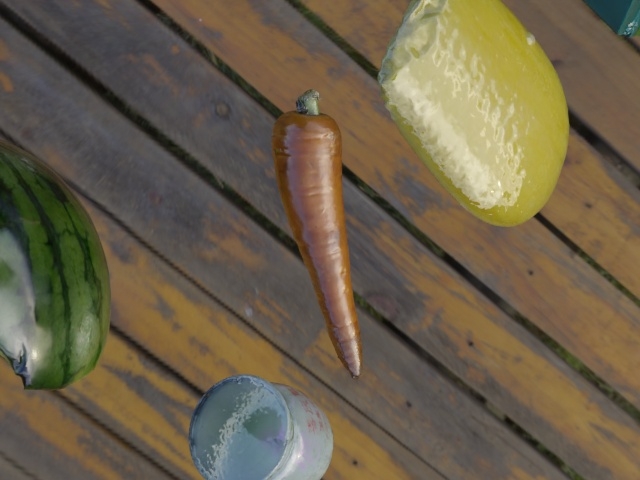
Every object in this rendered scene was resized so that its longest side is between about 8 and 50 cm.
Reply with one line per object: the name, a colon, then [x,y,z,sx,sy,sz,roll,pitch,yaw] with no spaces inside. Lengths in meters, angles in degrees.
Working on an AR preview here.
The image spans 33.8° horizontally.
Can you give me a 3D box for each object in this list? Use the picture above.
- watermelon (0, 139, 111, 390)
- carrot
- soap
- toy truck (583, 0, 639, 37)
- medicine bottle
watermelon: [-0.325,-0.011,0.948,0.330,0.331,0.189,25,99,-11]
carrot: [0.000,0.000,0.901,0.061,0.061,0.257,-9,103,-5]
soap: [0.236,-0.211,1.564,0.427,0.115,0.306,43,58,-34]
toy truck: [0.336,-0.267,1.001,0.114,0.253,0.124,52,128,21]
medicine bottle: [-0.073,0.248,1.320,0.147,0.143,0.147,-9,67,23]
